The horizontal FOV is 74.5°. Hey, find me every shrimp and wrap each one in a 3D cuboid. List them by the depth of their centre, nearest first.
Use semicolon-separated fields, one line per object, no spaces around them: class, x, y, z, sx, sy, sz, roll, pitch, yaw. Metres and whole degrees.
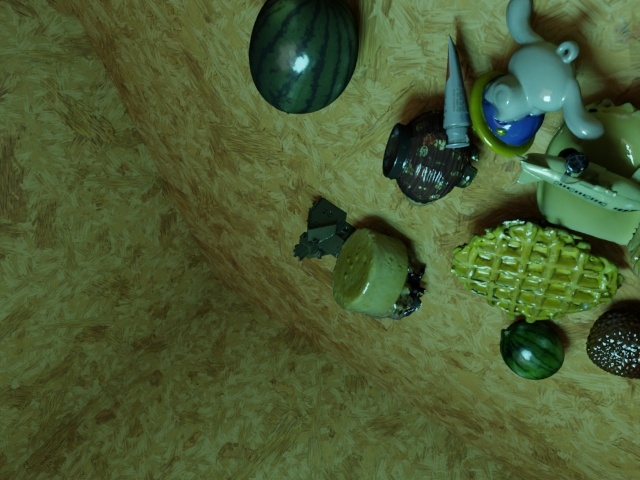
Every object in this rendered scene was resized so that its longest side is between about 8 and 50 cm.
shrimp;0.583;-0.024;1.119;0.165;0.056;0.065;24;131;50

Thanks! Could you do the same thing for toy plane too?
toy plane;0.491;-0.118;0.789;0.244;0.229;0.092;17;111;12

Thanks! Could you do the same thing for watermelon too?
watermelon;-0.048;-0.480;1.096;0.279;0.279;0.359;43;156;2
watermelon;0.667;0.342;1.354;0.214;0.188;0.188;34;150;5

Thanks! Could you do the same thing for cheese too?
cheese;0.591;-0.141;0.879;0.259;0.128;0.316;23;143;37

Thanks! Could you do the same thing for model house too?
model house;0.000;0.000;1.702;0.204;0.243;0.211;34;149;20

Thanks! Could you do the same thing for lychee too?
lychee;0.795;0.265;1.080;0.194;0.194;0.194;32;149;22

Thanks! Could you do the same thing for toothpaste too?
toothpaste;0.301;-0.327;0.934;0.057;0.089;0.234;-1;94;27

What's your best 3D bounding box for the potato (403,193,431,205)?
potato;0.305;-0.155;1.254;0.112;0.112;0.147;52;157;-15

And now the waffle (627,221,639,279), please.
waffle;0.753;-0.037;0.674;0.376;0.114;0.261;2;132;14

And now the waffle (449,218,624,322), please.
waffle;0.552;0.091;1.124;0.379;0.095;0.382;34;147;-10

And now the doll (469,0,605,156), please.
doll;0.389;-0.317;0.855;0.242;0.159;0.311;-170;64;-84

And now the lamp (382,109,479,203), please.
lamp;0.286;-0.212;1.086;0.247;0.247;0.247;32;149;22

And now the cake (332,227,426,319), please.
cake;0.244;0.141;1.567;0.321;0.332;0.332;19;159;-22
